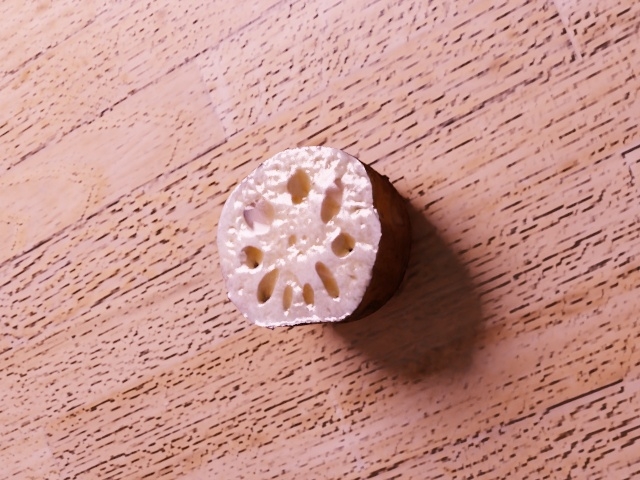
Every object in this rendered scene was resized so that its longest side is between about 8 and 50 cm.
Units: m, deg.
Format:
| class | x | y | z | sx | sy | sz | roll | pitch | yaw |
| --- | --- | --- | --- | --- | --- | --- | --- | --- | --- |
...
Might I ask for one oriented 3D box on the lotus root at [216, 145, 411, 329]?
| class | x | y | z | sx | sy | sz | roll | pitch | yaw |
| --- | --- | --- | --- | --- | --- | --- | --- | --- | --- |
| lotus root | 0.000 | -0.003 | 0.910 | 0.122 | 0.081 | 0.112 | -6 | 90 | 30 |
